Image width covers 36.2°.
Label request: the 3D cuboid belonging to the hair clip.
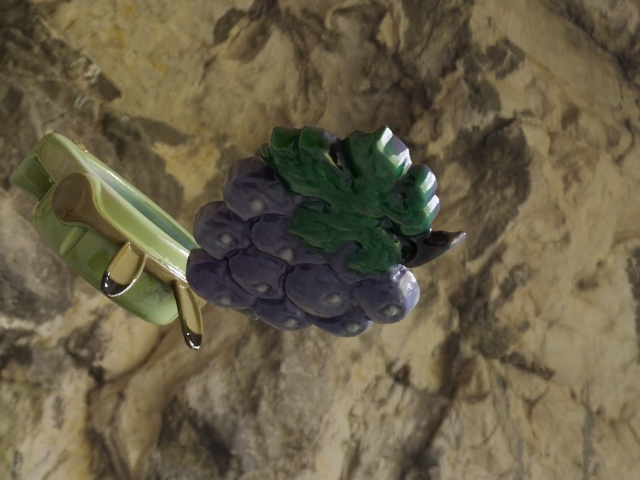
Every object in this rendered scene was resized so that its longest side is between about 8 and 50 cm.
[{"bbox_3d":[0.000,-0.002,0.525,0.124,0.052,0.195,30,-36,-12],"label":"hair clip"}]

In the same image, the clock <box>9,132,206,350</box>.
[{"bbox_3d":[-0.158,0.004,0.793,0.069,0.232,0.170,-49,-58,0],"label":"clock"}]
